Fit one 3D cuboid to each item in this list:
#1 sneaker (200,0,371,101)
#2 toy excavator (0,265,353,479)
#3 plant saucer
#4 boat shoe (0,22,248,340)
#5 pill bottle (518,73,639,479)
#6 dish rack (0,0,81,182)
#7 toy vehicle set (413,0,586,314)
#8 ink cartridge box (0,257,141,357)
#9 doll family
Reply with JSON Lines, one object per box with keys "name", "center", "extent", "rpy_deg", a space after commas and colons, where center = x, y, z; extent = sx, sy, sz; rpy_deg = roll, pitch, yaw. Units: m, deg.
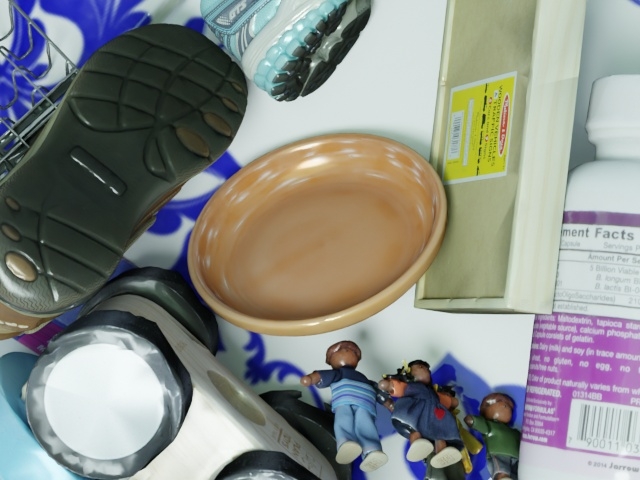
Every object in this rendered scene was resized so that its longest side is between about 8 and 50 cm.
{"name": "sneaker", "center": [0.013, -0.250, 1.462], "extent": [0.122, 0.110, 0.283], "rpy_deg": [40, 94, 16]}
{"name": "toy excavator", "center": [-0.144, 0.307, 1.394], "extent": [0.433, 0.222, 0.445], "rpy_deg": [43, 100, -5]}
{"name": "plant saucer", "center": [0.000, 0.000, 1.431], "extent": [0.200, 0.037, 0.200], "rpy_deg": [-11, 44, 11]}
{"name": "boat shoe", "center": [-0.171, -0.045, 1.408], "extent": [0.122, 0.324, 0.120], "rpy_deg": [43, 134, -4]}
{"name": "pill bottle", "center": [0.238, 0.040, 1.356], "extent": [0.169, 0.169, 0.302], "rpy_deg": [7, 86, 13]}
{"name": "dish rack", "center": [-0.297, -0.113, 1.515], "extent": [0.208, 0.074, 0.271], "rpy_deg": [-43, 82, -8]}
{"name": "toy vehicle set", "center": [0.130, -0.079, 1.394], "extent": [0.035, 0.166, 0.267], "rpy_deg": [8, 86, -20]}
{"name": "ink cartridge box", "center": [-0.346, 0.094, 1.528], "extent": [0.324, 0.071, 0.330], "rpy_deg": [30, 93, 13]}
{"name": "doll family", "center": [0.073, 0.131, 1.403], "extent": [0.076, 0.193, 0.111], "rpy_deg": [-37, 38, 29]}
